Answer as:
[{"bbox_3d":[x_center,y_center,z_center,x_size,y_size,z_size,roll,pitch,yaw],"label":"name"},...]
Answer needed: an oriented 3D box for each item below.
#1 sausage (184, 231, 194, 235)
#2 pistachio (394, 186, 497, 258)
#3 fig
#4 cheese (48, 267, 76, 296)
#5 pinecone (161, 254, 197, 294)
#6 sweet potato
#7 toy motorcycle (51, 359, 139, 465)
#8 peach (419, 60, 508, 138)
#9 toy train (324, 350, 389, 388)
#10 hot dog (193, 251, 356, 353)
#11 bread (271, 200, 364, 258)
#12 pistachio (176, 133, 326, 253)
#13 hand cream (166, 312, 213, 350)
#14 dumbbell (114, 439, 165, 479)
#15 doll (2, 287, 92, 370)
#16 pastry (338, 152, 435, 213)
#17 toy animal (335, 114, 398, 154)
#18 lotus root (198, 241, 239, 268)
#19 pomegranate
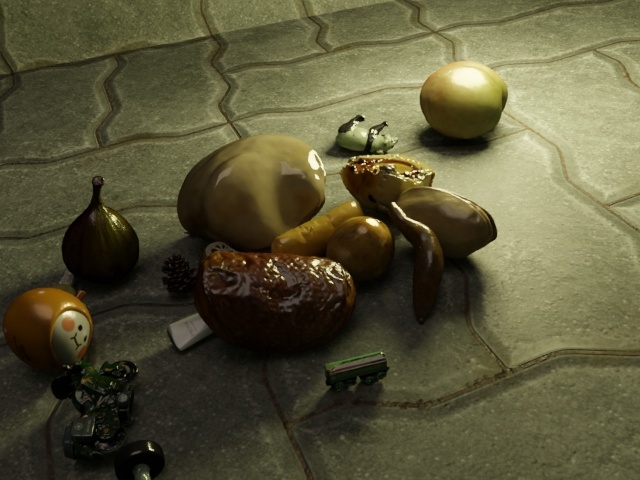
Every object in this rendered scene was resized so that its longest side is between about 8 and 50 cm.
[{"bbox_3d":[-0.295,-0.061,2.110,0.253,0.034,0.034,-20,38,-13],"label":"sausage"},{"bbox_3d":[0.322,-0.048,1.846,0.293,0.181,0.162,20,21,35],"label":"pistachio"},{"bbox_3d":[-0.602,-0.041,1.908,0.217,0.320,0.217,10,31,-6],"label":"fig"},{"bbox_3d":[-0.720,0.146,1.910,0.127,0.050,0.255,-7,35,5],"label":"cheese"},{"bbox_3d":[-0.380,0.092,1.858,0.102,0.109,0.102,-8,37,6],"label":"pinecone"},{"bbox_3d":[0.251,0.033,1.733,0.109,0.079,0.346,-19,59,12],"label":"sweet potato"},{"bbox_3d":[-0.506,0.366,1.516,0.187,0.124,0.274,-2,36,-6],"label":"toy motorcycle"},{"bbox_3d":[0.480,-0.477,2.322,0.292,0.247,0.292,4,55,-6],"label":"peach"},{"bbox_3d":[0.082,0.290,1.531,0.148,0.070,0.038,-12,36,-5],"label":"toy train"},{"bbox_3d":[-0.109,0.134,1.669,0.388,0.174,0.266,4,49,-9],"label":"hot dog"},{"bbox_3d":[0.000,0.000,1.882,0.305,0.142,0.091,-29,59,-25],"label":"bread"},{"bbox_3d":[-0.192,-0.132,1.976,0.446,0.281,0.365,-21,68,-6],"label":"pistachio"},{"bbox_3d":[-0.262,0.197,1.744,0.255,0.048,0.079,-24,53,-23],"label":"hand cream"},{"bbox_3d":[-0.337,0.488,1.332,0.100,0.100,0.191,-19,37,-13],"label":"dumbbell"},{"bbox_3d":[-0.650,0.196,1.693,0.214,0.213,0.236,6,37,19],"label":"doll"},{"bbox_3d":[0.198,-0.163,2.045,0.237,0.170,0.256,-10,21,-38],"label":"pastry"},{"bbox_3d":[0.158,-0.354,2.358,0.225,0.093,0.121,17,53,17],"label":"toy animal"},{"bbox_3d":[-0.271,0.068,1.870,0.122,0.081,0.112,33,43,15],"label":"lotus root"},{"bbox_3d":[0.103,0.033,1.797,0.196,0.196,0.196,-6,37,4],"label":"pomegranate"}]
